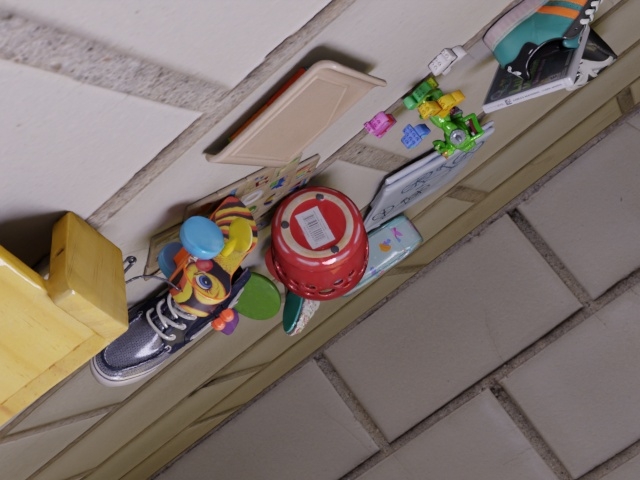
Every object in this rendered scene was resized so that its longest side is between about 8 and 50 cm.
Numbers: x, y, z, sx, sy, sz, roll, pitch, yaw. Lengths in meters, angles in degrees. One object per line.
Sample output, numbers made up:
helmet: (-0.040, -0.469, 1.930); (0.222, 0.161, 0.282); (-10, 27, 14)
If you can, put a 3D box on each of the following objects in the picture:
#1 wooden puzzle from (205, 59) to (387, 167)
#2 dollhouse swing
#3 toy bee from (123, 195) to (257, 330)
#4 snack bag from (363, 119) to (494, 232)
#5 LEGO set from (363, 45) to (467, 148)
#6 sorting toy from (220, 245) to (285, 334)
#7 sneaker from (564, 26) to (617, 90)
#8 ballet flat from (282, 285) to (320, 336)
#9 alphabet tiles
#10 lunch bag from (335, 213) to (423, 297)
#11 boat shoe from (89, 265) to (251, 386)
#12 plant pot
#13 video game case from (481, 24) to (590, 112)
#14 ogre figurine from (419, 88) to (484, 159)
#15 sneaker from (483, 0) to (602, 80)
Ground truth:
wooden puzzle: (-0.035, -0.185, 1.346); (0.239, 0.044, 0.221); (-35, 169, 21)
dollhouse swing: (-0.469, 0.073, 1.111); (0.347, 0.305, 0.315); (-37, -151, 5)
toy bee: (-0.181, 0.057, 1.404); (0.298, 0.162, 0.195); (-41, 178, -30)
snack bag: (0.246, -0.146, 2.215); (0.323, 0.037, 0.342); (-31, 169, -17)
LEGO set: (0.172, -0.232, 1.593); (0.227, 0.087, 0.093); (-44, 165, 30)
sorting toy: (-0.116, 0.079, 2.011); (0.365, 0.127, 0.126); (-40, -165, 38)
sneaker: (0.536, -0.376, 1.924); (0.146, 0.122, 0.330); (-42, 166, 18)
ballet flat: (-0.038, 0.114, 2.015); (0.077, 0.240, 0.091); (24, 133, -27)
alphabet tiles: (-0.157, -0.041, 1.612); (0.343, 0.011, 0.285); (-29, 166, -25)
lunch bag: (0.141, 0.043, 2.449); (0.279, 0.107, 0.224); (-35, 176, 7)
boat shoe: (-0.277, 0.133, 1.697); (0.340, 0.127, 0.158); (-39, 172, -32)
plant pot: (0.000, 0.000, 1.720); (0.191, 0.191, 0.174); (-33, 162, -13)
video game case: (0.393, -0.316, 1.664); (0.173, 0.022, 0.190); (-15, -146, 38)
ogre figurine: (0.243, -0.224, 1.733); (0.097, 0.118, 0.197); (-34, 167, -4)
sneaker: (0.438, -0.399, 1.588); (0.302, 0.121, 0.108); (-39, 167, 15)
